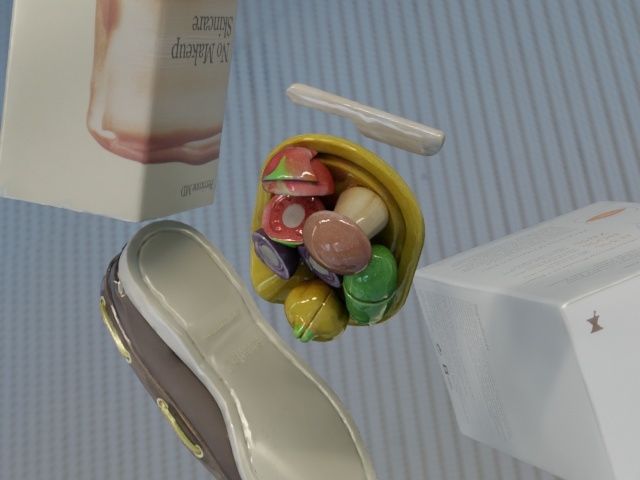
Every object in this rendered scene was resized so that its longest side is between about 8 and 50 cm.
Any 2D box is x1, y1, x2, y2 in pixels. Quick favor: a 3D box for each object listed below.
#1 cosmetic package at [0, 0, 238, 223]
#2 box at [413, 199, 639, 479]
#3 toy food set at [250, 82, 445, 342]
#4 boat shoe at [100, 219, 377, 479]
[{"bbox_3d":[-0.147,-0.174,1.248,0.129,0.153,0.296,11,102,17],"label":"cosmetic package"},{"bbox_3d":[0.249,0.080,1.384,0.215,0.168,0.345,-20,8,-14],"label":"box"},{"bbox_3d":[0.000,0.000,1.120,0.128,0.218,0.071,25,48,13],"label":"toy food set"},{"bbox_3d":[-0.069,0.137,1.335,0.117,0.324,0.097,-34,-4,-38],"label":"boat shoe"}]
